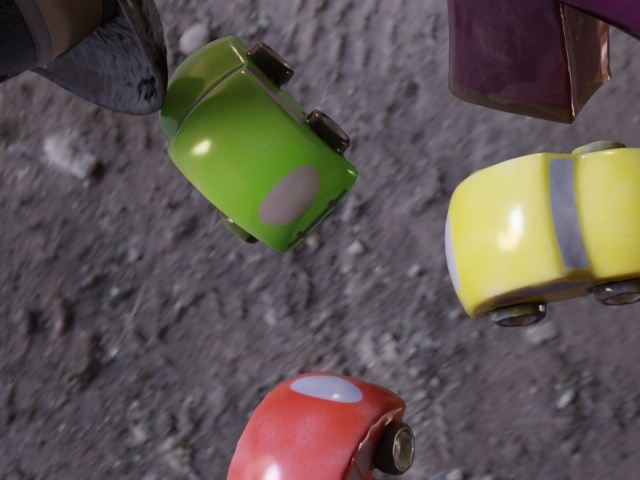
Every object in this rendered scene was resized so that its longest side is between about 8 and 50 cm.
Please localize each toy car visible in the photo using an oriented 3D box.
[{"bbox_3d":[0.000,0.000,0.766,0.239,0.053,0.225,-46,63,12],"label":"toy car"}]

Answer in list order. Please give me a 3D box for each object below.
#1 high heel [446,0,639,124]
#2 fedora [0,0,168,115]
[{"bbox_3d":[0.222,-0.130,0.854,0.377,0.181,0.127,6,32,18],"label":"high heel"},{"bbox_3d":[-0.211,-0.118,0.758,0.334,0.334,0.152,44,78,-1],"label":"fedora"}]
